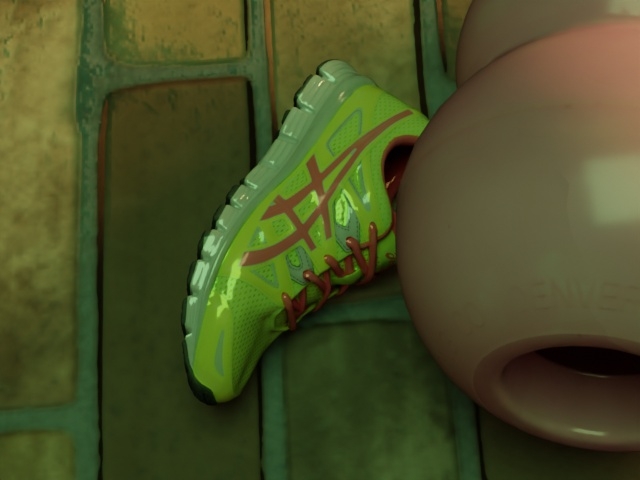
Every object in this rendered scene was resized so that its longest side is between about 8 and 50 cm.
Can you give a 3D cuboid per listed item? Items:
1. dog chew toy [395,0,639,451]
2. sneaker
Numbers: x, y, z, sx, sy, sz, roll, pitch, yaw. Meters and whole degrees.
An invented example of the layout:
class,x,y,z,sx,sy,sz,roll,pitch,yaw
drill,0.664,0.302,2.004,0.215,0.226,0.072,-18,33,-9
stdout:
class,x,y,z,sx,sy,sz,roll,pitch,yaw
dog chew toy,0.154,-0.067,0.726,0.207,0.206,0.332,9,58,9
sneaker,0.000,0.000,0.765,0.094,0.081,0.208,24,69,13
